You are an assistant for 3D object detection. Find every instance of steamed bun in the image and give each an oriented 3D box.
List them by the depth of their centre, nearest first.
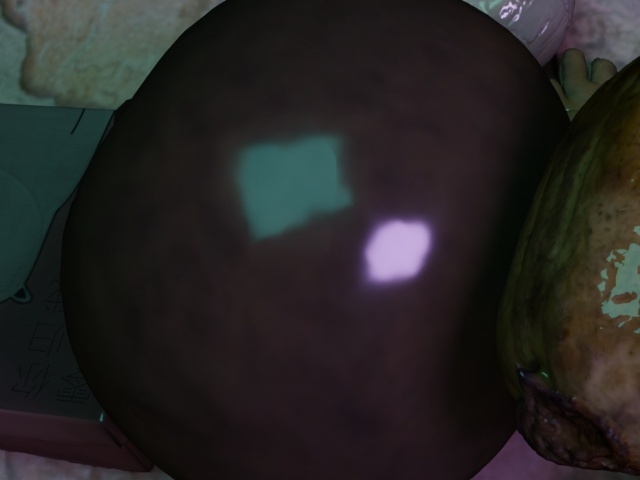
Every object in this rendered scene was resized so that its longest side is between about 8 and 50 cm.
[{"bbox_3d":[0.103,-0.146,1.172,0.112,0.091,0.130,31,76,37],"label":"steamed bun"}]

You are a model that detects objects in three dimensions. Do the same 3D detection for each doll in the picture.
[{"bbox_3d":[0.160,-0.078,1.135,0.061,0.051,0.093,19,67,-2],"label":"doll"}]

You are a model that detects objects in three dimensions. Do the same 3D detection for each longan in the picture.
[{"bbox_3d":[0.004,-0.001,1.001,0.297,0.297,0.297,-9,57,14],"label":"longan"}]

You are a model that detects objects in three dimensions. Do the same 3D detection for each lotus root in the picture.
[{"bbox_3d":[0.166,-0.014,0.859,0.145,0.128,0.260,-8,47,57],"label":"lotus root"}]

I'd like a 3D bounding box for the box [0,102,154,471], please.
[{"bbox_3d":[-0.173,0.025,1.168,0.215,0.086,0.215,4,62,23],"label":"box"}]
